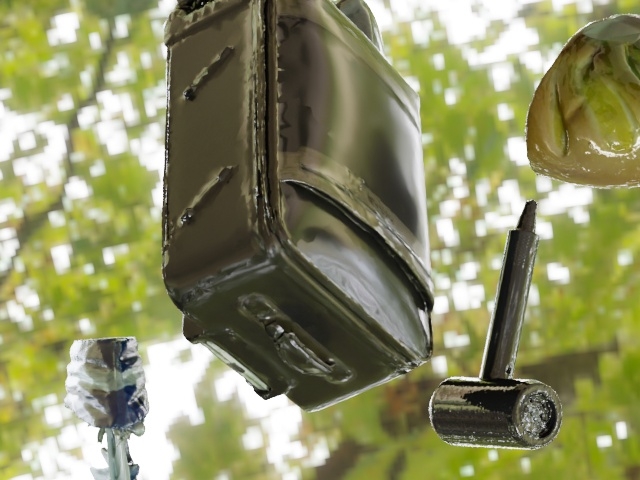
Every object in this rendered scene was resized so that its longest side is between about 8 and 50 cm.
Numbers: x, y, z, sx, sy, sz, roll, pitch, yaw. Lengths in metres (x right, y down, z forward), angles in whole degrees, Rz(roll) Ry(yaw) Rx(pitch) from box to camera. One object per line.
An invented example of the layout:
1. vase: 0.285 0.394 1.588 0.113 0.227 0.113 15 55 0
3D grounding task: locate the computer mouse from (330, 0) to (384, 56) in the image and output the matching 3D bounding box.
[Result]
1. computer mouse: -0.003 -0.122 2.275 0.114 0.374 0.203 26 160 -6

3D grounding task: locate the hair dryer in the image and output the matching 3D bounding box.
1. hair dryer: 0.191 0.080 1.865 0.070 0.255 0.128 19 169 -34

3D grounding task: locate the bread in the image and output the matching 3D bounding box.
1. bread: 0.346 -0.146 2.003 0.156 0.158 0.261 17 -143 34

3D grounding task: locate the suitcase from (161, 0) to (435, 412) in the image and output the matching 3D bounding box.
1. suitcase: -0.018 -0.058 1.841 0.194 0.283 0.434 -24 -135 26

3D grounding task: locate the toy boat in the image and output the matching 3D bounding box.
1. toy boat: -0.194 0.214 1.737 0.070 0.291 0.210 -3 -157 -11
